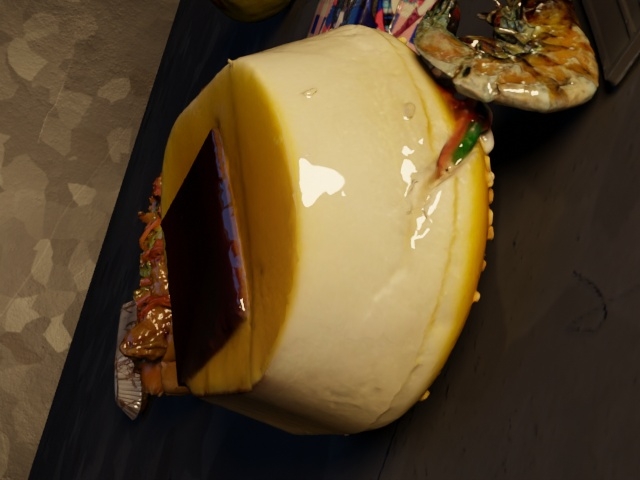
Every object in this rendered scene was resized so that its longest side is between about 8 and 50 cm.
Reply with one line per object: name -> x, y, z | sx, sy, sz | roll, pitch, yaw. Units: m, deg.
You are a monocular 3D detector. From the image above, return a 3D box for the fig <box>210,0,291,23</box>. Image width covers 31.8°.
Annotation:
fig -> -0.069, -0.351, 1.354 | 0.186, 0.148, 0.142 | -37, -16, -24

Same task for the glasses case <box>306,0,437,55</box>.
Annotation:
glasses case -> 0.047, -0.192, 0.837 | 0.125, 0.076, 0.327 | -139, 68, -71

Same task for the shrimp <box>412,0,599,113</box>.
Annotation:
shrimp -> 0.094, -0.114, 0.576 | 0.161, 0.091, 0.034 | -81, 1, -53

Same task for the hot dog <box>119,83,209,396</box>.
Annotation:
hot dog -> -0.127, -0.011, 1.157 | 0.158, 0.117, 0.349 | 168, 119, -73

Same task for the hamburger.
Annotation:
hamburger -> 0.000, 0.000, 0.656 | 0.295, 0.151, 0.227 | 163, 107, -65

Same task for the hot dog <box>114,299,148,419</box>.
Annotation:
hot dog -> -0.245, 0.151, 1.495 | 0.191, 0.059, 0.108 | -105, 23, -57

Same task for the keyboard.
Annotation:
keyboard -> 0.145, -0.138, 0.560 | 0.155, 0.010, 0.053 | -89, 22, -47
